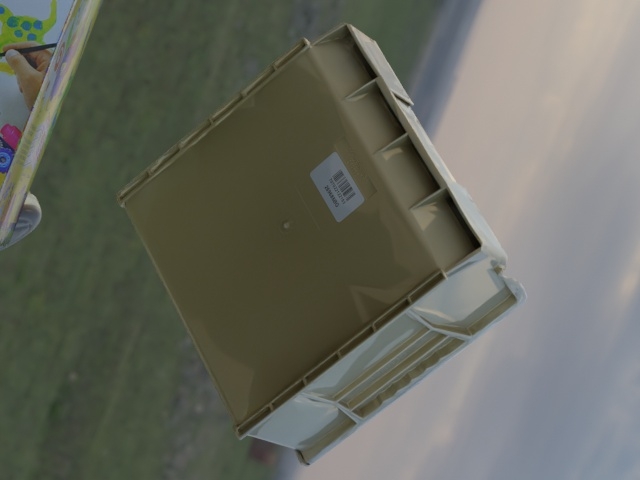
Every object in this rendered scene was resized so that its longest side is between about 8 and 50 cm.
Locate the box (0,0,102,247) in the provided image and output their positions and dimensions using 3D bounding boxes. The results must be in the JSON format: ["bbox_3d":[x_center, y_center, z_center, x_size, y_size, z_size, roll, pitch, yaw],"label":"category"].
[{"bbox_3d":[-0.296,-0.153,1.550,0.290,0.177,0.279,175,-63,-85],"label":"box"}]

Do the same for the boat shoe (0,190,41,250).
[{"bbox_3d":[-0.439,-0.025,1.795,0.122,0.341,0.110,87,-9,-69],"label":"boat shoe"}]

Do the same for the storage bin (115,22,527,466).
[{"bbox_3d":[0.000,0.000,1.569,0.260,0.262,0.123,-38,150,17],"label":"storage bin"}]
